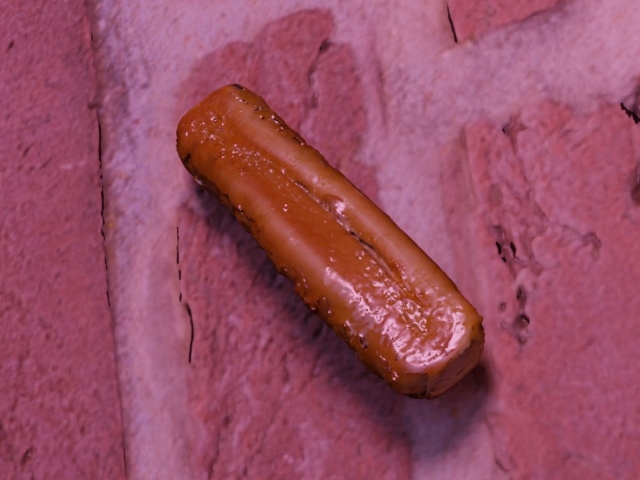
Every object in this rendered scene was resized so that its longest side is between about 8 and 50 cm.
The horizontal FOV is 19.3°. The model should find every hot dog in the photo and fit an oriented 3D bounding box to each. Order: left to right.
[{"bbox_3d":[0.001,-0.001,1.191,0.083,0.068,0.289,-33,50,-13],"label":"hot dog"}]
